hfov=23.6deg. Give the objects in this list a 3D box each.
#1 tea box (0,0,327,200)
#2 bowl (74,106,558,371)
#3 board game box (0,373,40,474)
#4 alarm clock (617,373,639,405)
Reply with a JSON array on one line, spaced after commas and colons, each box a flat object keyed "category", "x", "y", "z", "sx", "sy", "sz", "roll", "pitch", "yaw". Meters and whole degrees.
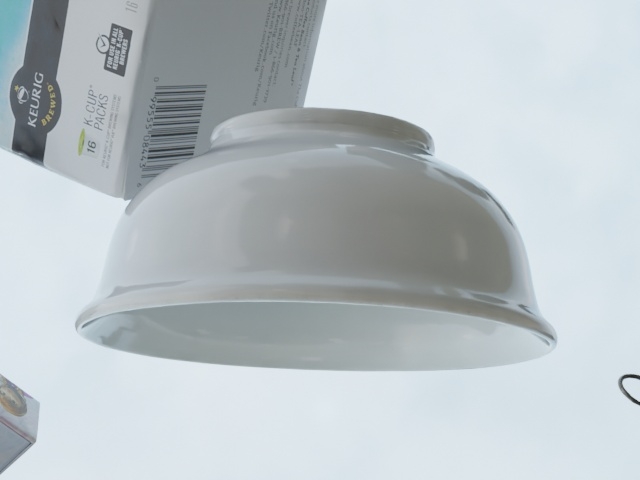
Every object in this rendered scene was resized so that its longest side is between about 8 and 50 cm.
[{"category": "tea box", "x": -0.174, "y": -0.242, "z": 1.218, "sx": 0.220, "sy": 0.323, "sz": 0.329, "roll": -11, "pitch": -62, "yaw": -54}, {"category": "bowl", "x": 0.000, "y": 0.000, "z": 0.951, "sx": 0.298, "sy": 0.298, "sz": 0.134, "roll": 12, "pitch": -105, "yaw": -39}, {"category": "board game box", "x": -0.449, "y": 0.155, "z": 1.222, "sx": 0.318, "sy": 0.066, "sz": 0.319, "roll": -42, "pitch": -66, "yaw": 14}, {"category": "alarm clock", "x": 0.297, "y": 0.153, "z": 1.105, "sx": 0.129, "sy": 0.192, "sz": 0.064, "roll": -31, "pitch": -30, "yaw": -52}]
